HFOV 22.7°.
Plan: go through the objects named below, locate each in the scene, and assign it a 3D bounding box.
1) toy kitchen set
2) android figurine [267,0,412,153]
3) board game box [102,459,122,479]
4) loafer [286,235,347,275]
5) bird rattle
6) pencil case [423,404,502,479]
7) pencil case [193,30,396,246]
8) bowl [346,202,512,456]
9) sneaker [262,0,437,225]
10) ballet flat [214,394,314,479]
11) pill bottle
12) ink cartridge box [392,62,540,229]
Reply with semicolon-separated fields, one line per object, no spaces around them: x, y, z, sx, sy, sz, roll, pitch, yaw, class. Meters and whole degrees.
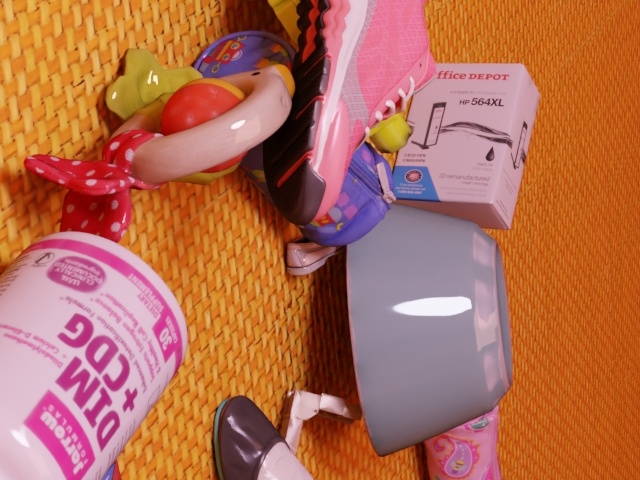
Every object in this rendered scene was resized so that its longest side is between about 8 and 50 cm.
-0.007;0.215;1.810;0.068;0.083;0.075;151;-47;-69;toy kitchen set
0.005;-0.215;1.628;0.273;0.056;0.248;54;9;-36;android figurine
-0.244;0.315;1.366;0.281;0.027;0.145;-49;139;-51;board game box
0.000;0.000;1.808;0.125;0.045;0.039;-39;123;-53;loafer
-0.128;-0.095;1.351;0.143;0.207;0.253;69;21;-11;bird rattle
0.206;0.329;2.220;0.124;0.124;0.284;-51;138;-50;pencil case
-0.019;-0.096;1.642;0.306;0.133;0.119;46;55;-57;pencil case
0.136;0.093;1.878;0.311;0.163;0.312;-6;90;-80;bowl
0.044;-0.149;1.444;0.136;0.116;0.314;21;65;-19;sneaker
-0.046;0.294;1.701;0.095;0.096;0.280;-42;132;-54;ballet flat
-0.230;0.135;1.200;0.283;0.160;0.160;-57;143;-45;pill bottle
0.185;-0.124;2.053;0.086;0.148;0.203;48;51;-55;ink cartridge box
